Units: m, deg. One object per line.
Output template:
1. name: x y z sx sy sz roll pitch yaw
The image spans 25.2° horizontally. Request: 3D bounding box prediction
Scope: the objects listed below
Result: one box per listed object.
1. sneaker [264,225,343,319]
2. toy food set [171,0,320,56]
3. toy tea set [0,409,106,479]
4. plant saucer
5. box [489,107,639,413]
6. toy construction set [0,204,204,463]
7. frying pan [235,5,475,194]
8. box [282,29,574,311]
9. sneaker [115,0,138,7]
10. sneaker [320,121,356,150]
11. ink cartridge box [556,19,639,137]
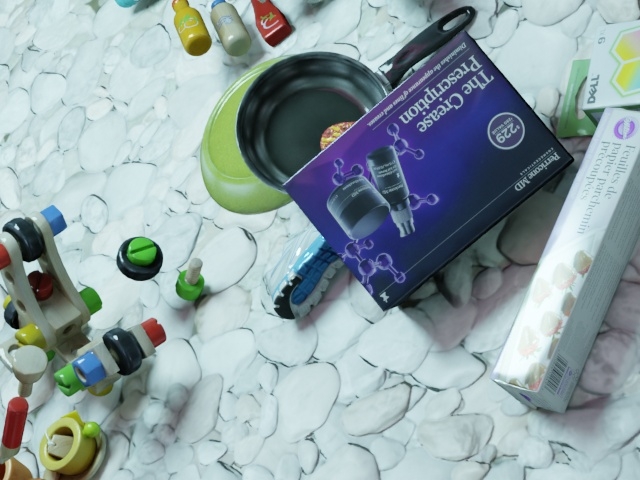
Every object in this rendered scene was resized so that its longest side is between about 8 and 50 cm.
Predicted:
1. sneaker: 0.000 0.000 1.698 0.190 0.071 0.083 -44 40 6
2. toy food set: -0.088 -0.339 1.943 0.232 0.111 0.104 -39 47 15
3. toy tea set: -0.418 0.332 1.767 0.336 0.124 0.200 -26 50 22
4. plant saucer: -0.068 -0.149 1.863 0.241 0.037 0.241 -18 54 27
5. box: 0.274 0.018 1.479 0.063 0.067 0.324 13 73 41
6. toy construction set: -0.332 0.143 1.777 0.257 0.237 0.309 26 51 2
7. frying pan: 0.028 -0.192 1.775 0.197 0.053 0.326 29 75 16
8. box: 0.119 -0.074 1.570 0.261 0.103 0.184 -40 86 10
9. sneaker: -0.309 -0.467 2.205 0.110 0.107 0.275 -41 45 22
10. sneaker: 0.075 -0.090 1.687 0.175 0.067 0.064 24 78 29
11. ink cartridge box: 0.346 -0.178 1.547 0.209 0.062 0.109 -3 62 36
